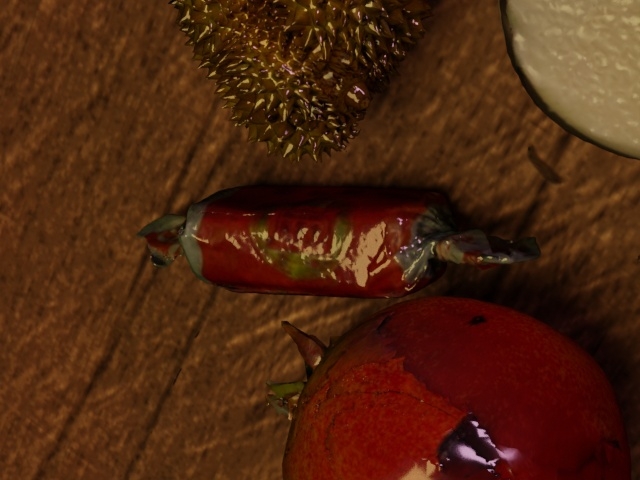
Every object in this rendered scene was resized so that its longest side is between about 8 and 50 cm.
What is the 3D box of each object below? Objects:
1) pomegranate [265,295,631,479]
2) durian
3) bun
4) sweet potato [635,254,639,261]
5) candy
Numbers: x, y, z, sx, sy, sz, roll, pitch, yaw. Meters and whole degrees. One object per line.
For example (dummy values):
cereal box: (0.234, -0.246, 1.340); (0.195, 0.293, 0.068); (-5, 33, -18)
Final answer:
pomegranate: (0.072, 0.128, 0.989); (0.235, 0.210, 0.210); (33, 126, 39)
durian: (-0.010, -0.140, 0.960); (0.158, 0.137, 0.168); (-38, 76, 16)
bun: (0.182, -0.131, 0.857); (0.173, 0.120, 0.173); (10, 118, 18)
sweet potato: (0.258, -0.034, 0.892); (0.068, 0.068, 0.226); (47, 123, 4)
candy: (0.000, -0.001, 1.037); (0.292, 0.086, 0.059); (3, 109, 27)
